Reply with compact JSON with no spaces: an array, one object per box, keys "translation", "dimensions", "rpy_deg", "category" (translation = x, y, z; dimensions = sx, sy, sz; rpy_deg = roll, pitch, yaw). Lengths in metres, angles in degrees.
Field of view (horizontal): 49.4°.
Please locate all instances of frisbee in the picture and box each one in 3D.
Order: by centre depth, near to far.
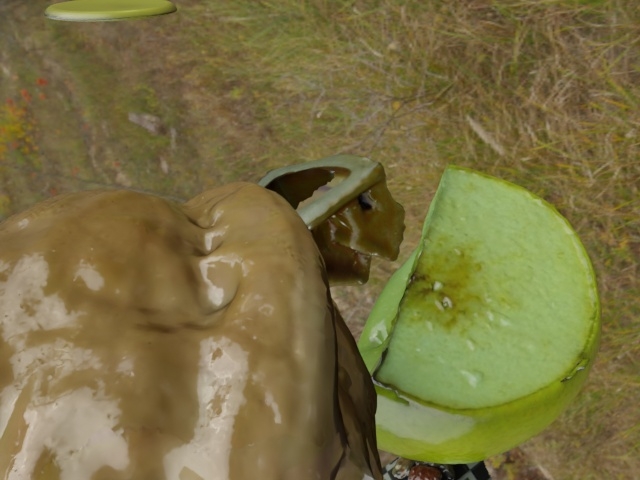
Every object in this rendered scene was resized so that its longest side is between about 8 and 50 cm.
[{"translation":[-0.379,-0.421,1.263],"dimensions":[0.236,0.236,0.017],"rpy_deg":[28,127,46],"category":"frisbee"}]

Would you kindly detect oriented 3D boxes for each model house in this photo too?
[{"translation":[0.007,0.003,1.107],"dimensions":[0.268,0.173,0.239],"rpy_deg":[-6,134,31],"category":"model house"}]

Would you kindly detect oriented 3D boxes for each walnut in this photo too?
[{"translation":[-0.125,0.138,0.495],"dimensions":[0.383,0.383,0.384],"rpy_deg":[26,123,47],"category":"walnut"}]

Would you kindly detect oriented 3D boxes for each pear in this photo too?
[{"translation":[0.166,0.134,0.827],"dimensions":[0.238,0.342,0.318],"rpy_deg":[21,142,6],"category":"pear"}]

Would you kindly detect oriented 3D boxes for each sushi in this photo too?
[{"translation":[0.138,0.301,0.854],"dimensions":[0.031,0.139,0.201],"rpy_deg":[51,-171,-20],"category":"sushi"}]
